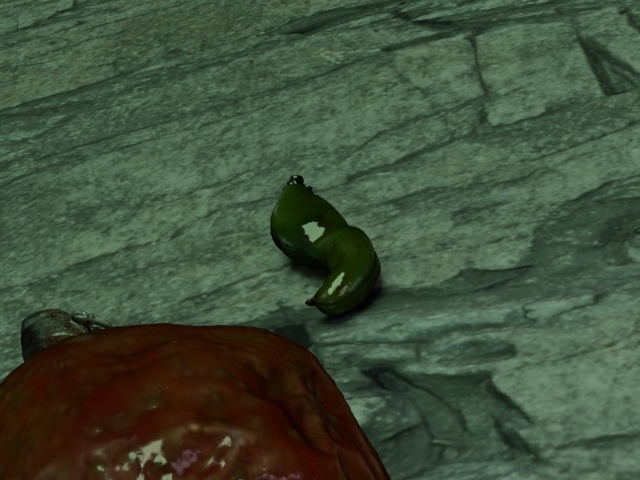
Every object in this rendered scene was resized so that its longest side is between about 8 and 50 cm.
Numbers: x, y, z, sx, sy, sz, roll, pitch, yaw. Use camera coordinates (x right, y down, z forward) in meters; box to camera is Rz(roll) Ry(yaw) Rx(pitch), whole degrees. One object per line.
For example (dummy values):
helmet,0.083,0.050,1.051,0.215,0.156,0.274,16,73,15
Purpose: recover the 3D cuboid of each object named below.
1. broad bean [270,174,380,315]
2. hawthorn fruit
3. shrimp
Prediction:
broad bean,0.000,0.000,1.401,0.070,0.048,0.213,-18,26,-4
hawthorn fruit,-0.071,0.161,0.866,0.258,0.258,0.262,-25,-3,-17
shrimp,-0.180,0.093,1.302,0.073,0.075,0.190,8,5,-25
